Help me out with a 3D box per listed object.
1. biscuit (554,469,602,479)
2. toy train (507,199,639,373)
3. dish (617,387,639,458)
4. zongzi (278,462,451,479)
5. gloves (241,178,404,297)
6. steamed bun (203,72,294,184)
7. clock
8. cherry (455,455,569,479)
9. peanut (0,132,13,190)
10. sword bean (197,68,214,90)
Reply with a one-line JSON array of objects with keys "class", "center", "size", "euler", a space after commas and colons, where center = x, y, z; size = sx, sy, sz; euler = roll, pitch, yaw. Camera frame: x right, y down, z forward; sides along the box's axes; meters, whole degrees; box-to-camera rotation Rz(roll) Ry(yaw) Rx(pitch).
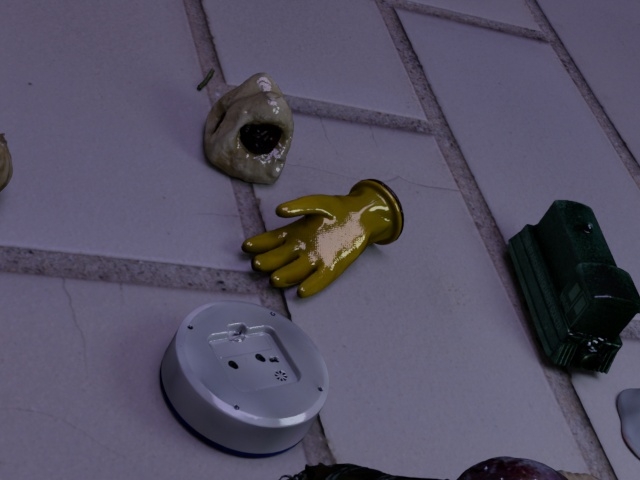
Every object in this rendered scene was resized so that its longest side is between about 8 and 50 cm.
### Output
[{"class": "biscuit", "center": [0.337, 0.363, 1.775], "size": [0.219, 0.055, 0.061], "euler": [13, 29, -21]}, {"class": "toy train", "center": [0.445, 0.069, 2.091], "size": [0.139, 0.178, 0.330], "euler": [11, 41, -22]}, {"class": "dish", "center": [0.610, 0.308, 1.998], "size": [0.229, 0.081, 0.229], "euler": [18, 38, -14]}, {"class": "zongzi", "center": [0.077, 0.432, 1.401], "size": [0.319, 0.383, 0.362], "euler": [-26, 100, -39]}, {"class": "gloves", "center": [0.001, 0.001, 1.953], "size": [0.133, 0.116, 0.294], "euler": [39, 43, 25]}, {"class": "steamed bun", "center": [-0.113, -0.206, 2.064], "size": [0.141, 0.155, 0.172], "euler": [14, 40, -21]}, {"class": "clock", "center": [-0.104, 0.187, 1.672], "size": [0.230, 0.083, 0.230], "euler": [19, 36, -14]}, {"class": "cherry", "center": [0.264, 0.377, 1.614], "size": [0.195, 0.195, 0.195], "euler": [18, 38, -15]}, {"class": "peanut", "center": [-0.534, -0.105, 1.693], "size": [0.224, 0.129, 0.129], "euler": [-22, 60, -44]}, {"class": "sword bean", "center": [-0.211, -0.300, 2.231], "size": [0.012, 0.012, 0.083], "euler": [28, 35, -2]}]
